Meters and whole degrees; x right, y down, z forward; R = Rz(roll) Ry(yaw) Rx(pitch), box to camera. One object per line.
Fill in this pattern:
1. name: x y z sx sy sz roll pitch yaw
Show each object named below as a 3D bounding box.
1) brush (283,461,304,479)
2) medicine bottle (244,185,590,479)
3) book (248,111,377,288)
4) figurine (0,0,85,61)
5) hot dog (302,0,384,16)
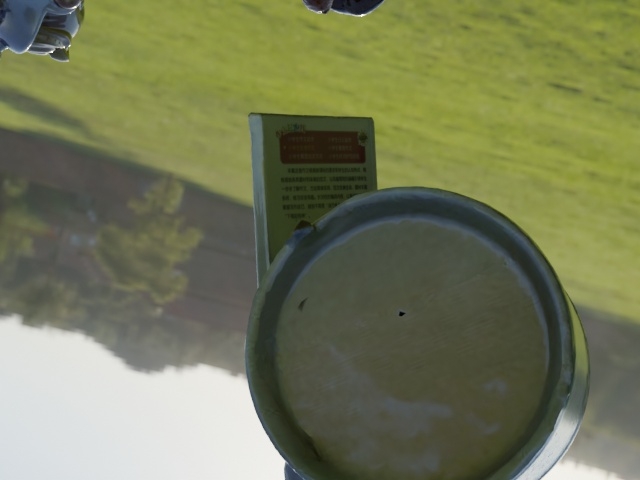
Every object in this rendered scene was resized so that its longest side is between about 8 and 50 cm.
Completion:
1. brush: -0.005 0.238 1.438 0.060 0.321 0.050 13 -171 -32
2. medicine bottle: 0.101 0.106 1.195 0.236 0.235 0.406 13 174 15
3. book: 0.000 0.000 1.338 0.022 0.231 0.162 -4 179 40
4. figurine: -0.334 -0.344 1.755 0.133 0.193 0.274 -1 137 -19
5. hot dog: 0.042 -0.360 1.528 0.194 0.326 0.107 38 -142 28
